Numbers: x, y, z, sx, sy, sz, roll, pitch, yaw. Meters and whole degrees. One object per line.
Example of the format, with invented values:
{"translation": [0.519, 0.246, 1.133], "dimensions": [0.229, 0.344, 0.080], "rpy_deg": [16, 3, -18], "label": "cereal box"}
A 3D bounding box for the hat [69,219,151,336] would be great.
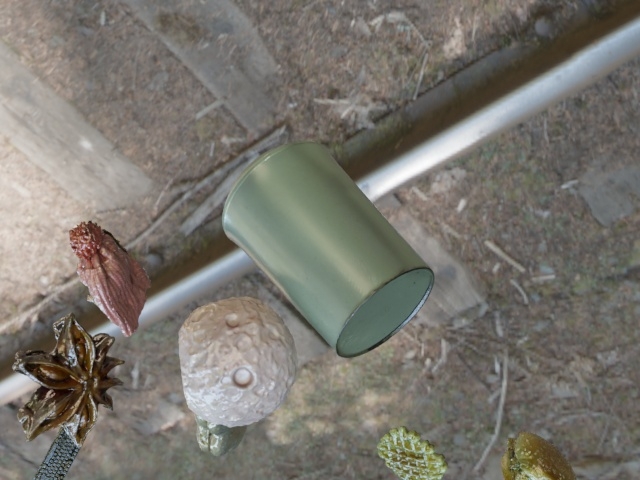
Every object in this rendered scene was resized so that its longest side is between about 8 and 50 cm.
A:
{"translation": [-0.504, 0.068, 1.873], "dimensions": [0.107, 0.237, 0.286], "rpy_deg": [-19, 132, 8], "label": "hat"}

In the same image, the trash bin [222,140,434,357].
{"translation": [0.000, 0.000, 1.615], "dimensions": [0.432, 0.280, 0.280], "rpy_deg": [48, 134, 27], "label": "trash bin"}

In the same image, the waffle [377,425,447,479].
{"translation": [0.217, 0.524, 1.910], "dimensions": [0.169, 0.036, 0.183], "rpy_deg": [38, 137, 12], "label": "waffle"}

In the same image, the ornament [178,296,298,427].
{"translation": [-0.160, 0.238, 1.572], "dimensions": [0.225, 0.259, 0.259], "rpy_deg": [-8, 128, -7], "label": "ornament"}

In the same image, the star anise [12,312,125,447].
{"translation": [-0.450, 0.248, 1.397], "dimensions": [0.099, 0.220, 0.214], "rpy_deg": [19, 163, 48], "label": "star anise"}

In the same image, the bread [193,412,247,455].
{"translation": [-0.246, 0.452, 2.049], "dimensions": [0.101, 0.337, 0.183], "rpy_deg": [14, 86, 11], "label": "bread"}

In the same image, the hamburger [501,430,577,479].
{"translation": [0.559, 0.584, 1.988], "dimensions": [0.215, 0.189, 0.122], "rpy_deg": [40, 117, 0], "label": "hamburger"}

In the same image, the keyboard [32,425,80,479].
{"translation": [-0.685, 0.590, 2.036], "dimensions": [0.072, 0.023, 0.231], "rpy_deg": [29, 87, -17], "label": "keyboard"}
